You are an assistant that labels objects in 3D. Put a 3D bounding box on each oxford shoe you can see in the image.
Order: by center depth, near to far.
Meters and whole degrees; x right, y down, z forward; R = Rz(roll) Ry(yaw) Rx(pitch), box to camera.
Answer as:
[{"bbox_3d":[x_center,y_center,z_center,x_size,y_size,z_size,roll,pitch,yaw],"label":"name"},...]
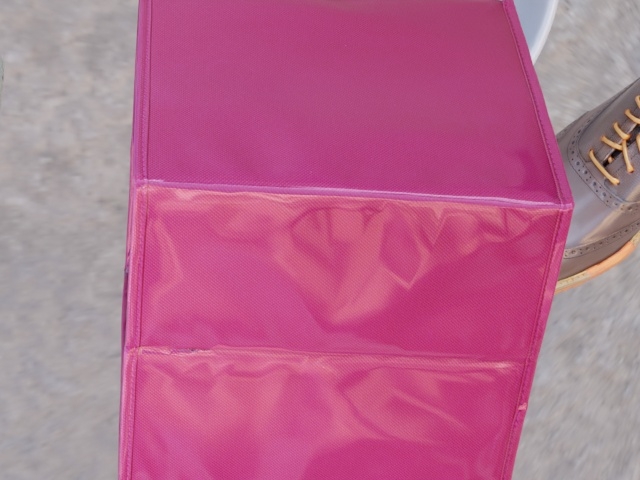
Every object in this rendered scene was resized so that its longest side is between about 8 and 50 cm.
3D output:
[{"bbox_3d":[0.268,-0.084,1.613,0.364,0.132,0.130,-39,69,-9],"label":"oxford shoe"}]

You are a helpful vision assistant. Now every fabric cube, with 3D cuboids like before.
[{"bbox_3d":[0.000,0.000,1.211,0.258,0.254,0.259,2,125,-7],"label":"fabric cube"}]

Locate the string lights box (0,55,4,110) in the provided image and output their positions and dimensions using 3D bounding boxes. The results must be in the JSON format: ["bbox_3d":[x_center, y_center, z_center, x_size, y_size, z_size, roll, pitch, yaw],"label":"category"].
[{"bbox_3d":[-0.336,-0.133,1.625,0.077,0.259,0.133,3,80,-3],"label":"string lights box"}]

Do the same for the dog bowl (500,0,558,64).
[{"bbox_3d":[0.062,-0.216,1.445,0.104,0.265,0.265,19,98,51],"label":"dog bowl"}]
